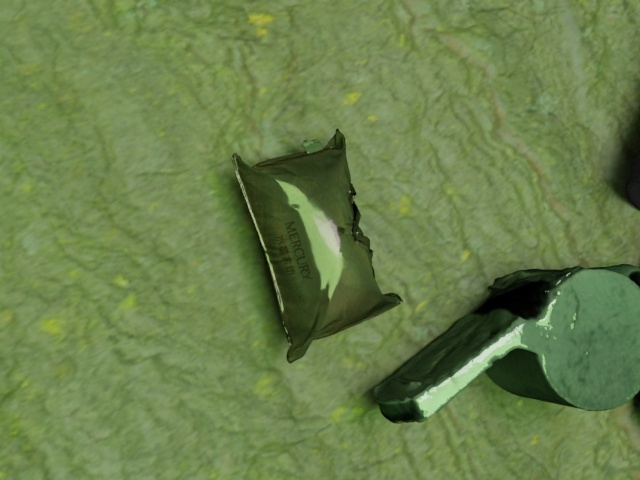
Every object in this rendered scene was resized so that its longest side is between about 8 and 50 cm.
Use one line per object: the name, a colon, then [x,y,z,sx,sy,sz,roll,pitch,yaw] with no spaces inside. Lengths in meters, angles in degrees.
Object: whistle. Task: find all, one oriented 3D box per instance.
whistle: [0.262,0.131,1.337,0.405,0.168,0.188,-3,89,-20]

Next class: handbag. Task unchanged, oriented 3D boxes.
handbag: [0.000,0.000,1.283,0.183,0.117,0.270,-18,93,-27]

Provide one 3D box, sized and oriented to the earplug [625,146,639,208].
earplug: [0.608,-0.246,1.461,0.215,0.215,0.455,24,77,-17]
